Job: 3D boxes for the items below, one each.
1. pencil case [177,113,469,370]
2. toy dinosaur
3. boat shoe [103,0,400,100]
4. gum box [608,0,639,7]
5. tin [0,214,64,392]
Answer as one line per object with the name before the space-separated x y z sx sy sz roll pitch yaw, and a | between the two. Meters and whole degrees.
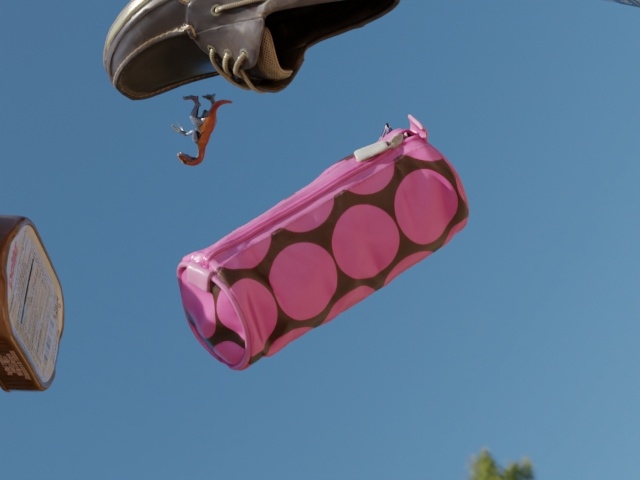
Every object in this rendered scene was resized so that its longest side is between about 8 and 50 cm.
pencil case | 0.000 0.000 0.856 0.209 0.095 0.098 -35 -37 -21
toy dinosaur | -0.134 -0.119 1.353 0.047 0.090 0.082 -10 -71 -28
boat shoe | -0.075 -0.225 1.273 0.355 0.130 0.132 -26 -24 23
gum box | 0.031 -0.144 0.469 0.157 0.184 0.041 18 -87 -49
tin | -0.241 0.052 0.982 0.040 0.106 0.190 -1 -29 1
